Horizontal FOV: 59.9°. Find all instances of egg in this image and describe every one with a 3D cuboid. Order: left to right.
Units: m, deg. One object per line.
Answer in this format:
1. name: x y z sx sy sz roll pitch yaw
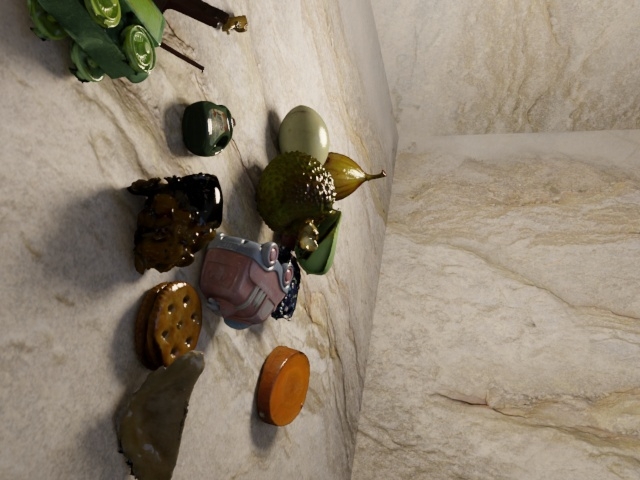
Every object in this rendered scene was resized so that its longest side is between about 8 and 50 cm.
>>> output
1. egg: -0.060 -0.360 2.004 0.186 0.186 0.253 -43 132 -66

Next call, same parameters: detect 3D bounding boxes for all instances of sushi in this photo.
1. sushi: -0.324 -0.039 1.238 0.200 0.213 0.204 -2 79 -50

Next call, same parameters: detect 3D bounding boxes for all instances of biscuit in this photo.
1. biscuit: -0.357 0.205 1.323 0.220 0.066 0.220 2 90 -71

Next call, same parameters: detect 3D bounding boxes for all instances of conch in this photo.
1. conch: -0.014 0.006 1.955 0.137 0.143 0.251 -78 178 -65

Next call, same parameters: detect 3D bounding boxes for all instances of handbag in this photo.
1. handbag: -0.137 0.148 1.932 0.162 0.113 0.260 75 22 -57

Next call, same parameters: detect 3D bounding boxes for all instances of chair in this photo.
1. chair: -0.359 -0.538 1.191 0.326 0.183 0.176 23 62 -22

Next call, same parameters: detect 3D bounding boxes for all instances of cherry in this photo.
1. cherry: -0.084 -0.027 2.015 0.148 0.188 0.115 -43 108 -15

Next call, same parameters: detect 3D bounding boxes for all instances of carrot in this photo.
1. carrot: -0.135 0.523 1.991 0.307 0.100 0.258 -52 137 -58

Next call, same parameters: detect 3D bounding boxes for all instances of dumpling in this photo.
1. dumpling: -0.377 0.389 1.245 0.086 0.166 0.332 25 -81 64

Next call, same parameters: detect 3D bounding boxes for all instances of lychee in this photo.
1. lychee: -0.085 -0.142 1.823 0.270 0.270 0.320 73 22 -44

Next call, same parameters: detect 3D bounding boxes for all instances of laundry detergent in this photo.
1. laundry detergent: -0.287 -0.300 1.494 0.221 0.078 0.144 -36 127 -71

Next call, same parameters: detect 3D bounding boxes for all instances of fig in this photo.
1. fig: 0.126 -0.269 2.377 0.217 0.320 0.217 5 90 -68

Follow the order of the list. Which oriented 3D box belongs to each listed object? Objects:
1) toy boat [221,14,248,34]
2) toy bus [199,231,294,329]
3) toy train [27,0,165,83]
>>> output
1. toy boat: -0.248 -0.631 1.627 0.149 0.047 0.049 -57 144 -60
2. toy bus: -0.222 0.125 1.563 0.294 0.197 0.232 62 43 -58
3. toy train: -0.400 -0.413 1.007 0.272 0.159 0.188 55 34 -61
